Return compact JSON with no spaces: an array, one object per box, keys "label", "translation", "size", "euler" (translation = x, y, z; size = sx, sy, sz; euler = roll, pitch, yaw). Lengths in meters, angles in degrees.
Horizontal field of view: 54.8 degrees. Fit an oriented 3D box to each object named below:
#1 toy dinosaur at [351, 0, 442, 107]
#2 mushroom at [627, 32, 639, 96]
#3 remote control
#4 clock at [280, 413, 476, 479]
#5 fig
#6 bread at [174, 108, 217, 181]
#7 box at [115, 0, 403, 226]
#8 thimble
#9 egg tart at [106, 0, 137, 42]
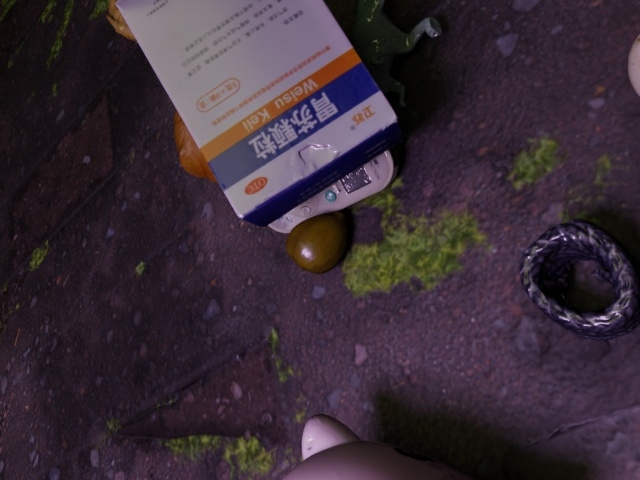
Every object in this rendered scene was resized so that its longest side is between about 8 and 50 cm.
[{"label":"toy dinosaur","translation":[0.091,-0.305,0.776],"size":[0.129,0.076,0.383],"euler":[5,89,41]},{"label":"mushroom","translation":[0.315,-0.157,0.545],"size":[0.083,0.067,0.084],"euler":[167,90,-70]},{"label":"remote control","translation":[0.006,-0.074,0.806],"size":[0.221,0.042,0.078],"euler":[-24,98,35]},{"label":"clock","translation":[0.027,0.367,0.521],"size":[0.368,0.250,0.377],"euler":[8,83,43]},{"label":"fig","translation":[0.000,0.000,0.784],"size":[0.088,0.074,0.074],"euler":[-49,45,-12]},{"label":"bread","translation":[-0.097,-0.200,0.883],"size":[0.268,0.145,0.268],"euler":[-15,64,35]},{"label":"box","translation":[-0.068,-0.194,0.708],"size":[0.200,0.106,0.299],"euler":[-32,80,7]},{"label":"thimble","translation":[0.237,0.039,0.556],"size":[0.095,0.066,0.104],"euler":[-31,59,30]},{"label":"egg tart","translation":[-0.208,-0.443,1.045],"size":[0.341,0.129,0.341],"euler":[-20,50,26]}]
